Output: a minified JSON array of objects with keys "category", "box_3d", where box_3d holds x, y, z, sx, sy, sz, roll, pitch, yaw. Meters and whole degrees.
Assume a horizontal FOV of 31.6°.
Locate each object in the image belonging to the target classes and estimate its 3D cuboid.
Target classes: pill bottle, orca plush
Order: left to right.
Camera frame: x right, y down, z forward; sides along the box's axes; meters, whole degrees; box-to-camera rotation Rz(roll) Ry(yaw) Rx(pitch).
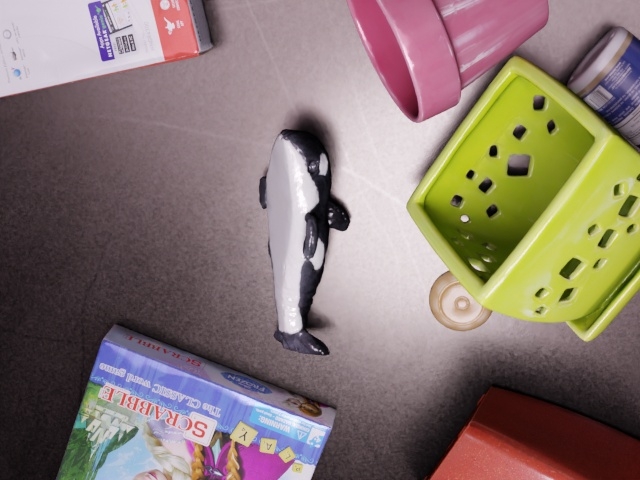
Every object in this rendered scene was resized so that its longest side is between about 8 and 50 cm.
[{"category":"orca plush","box_3d":[0.000,0.000,1.383,0.102,0.151,0.287,-11,102,-22]},{"category":"pill bottle","box_3d":[0.376,-0.159,1.296,0.169,0.094,0.094,38,106,-4]}]

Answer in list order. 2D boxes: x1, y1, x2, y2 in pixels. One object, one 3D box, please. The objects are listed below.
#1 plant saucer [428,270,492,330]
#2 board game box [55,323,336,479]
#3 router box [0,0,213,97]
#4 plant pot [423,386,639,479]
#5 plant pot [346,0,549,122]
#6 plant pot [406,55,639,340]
[{"category":"plant saucer","box_3d":[0.178,0.077,1.423,0.083,0.015,0.083,2,105,6]},{"category":"board game box","box_3d":[-0.182,0.314,1.503,0.318,0.066,0.318,21,106,1]},{"category":"router box","box_3d":[-0.313,-0.355,1.335,0.301,0.082,0.336,-11,103,10]},{"category":"plant pot","box_3d":[0.242,0.333,1.370,0.235,0.267,0.267,34,106,10]},{"category":"plant pot","box_3d":[0.144,-0.257,1.258,0.180,0.201,0.201,-27,100,-3]},{"category":"plant pot","box_3d":[0.266,-0.035,1.263,0.207,0.227,0.228,27,108,-32]}]
